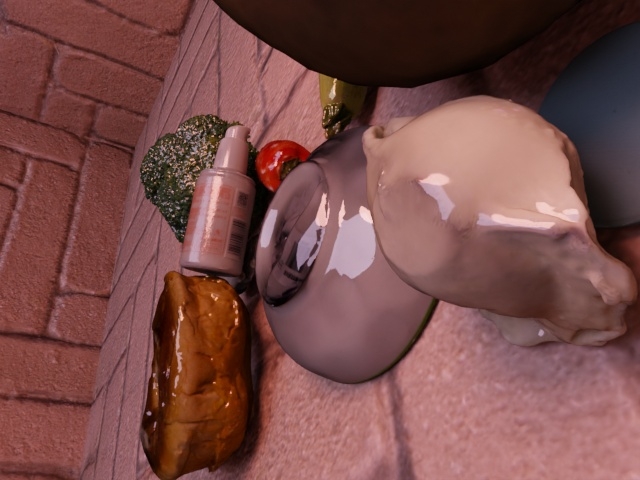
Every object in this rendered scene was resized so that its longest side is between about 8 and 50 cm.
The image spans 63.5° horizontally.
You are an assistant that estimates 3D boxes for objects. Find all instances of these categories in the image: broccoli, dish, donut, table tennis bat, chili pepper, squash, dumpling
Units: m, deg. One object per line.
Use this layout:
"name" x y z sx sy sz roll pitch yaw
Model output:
"broccoli" -0.217 -0.112 1.011 0.269 0.261 0.241 -64 -9 11
"dish" 0.000 0.000 0.623 0.324 0.124 0.324 -37 45 48
"donut" -0.196 0.216 0.831 0.330 0.160 0.330 -174 90 -73
"table tennis bat" 0.234 -0.079 0.336 0.244 0.040 0.153 15 94 65
"chili pepper" -0.053 -0.116 0.827 0.192 0.084 0.086 -146 58 -66
"squash" 0.030 -0.224 0.728 0.075 0.090 0.200 153 127 -65
"dumpling" 0.118 -0.008 0.393 0.147 0.193 0.258 -35 42 -10

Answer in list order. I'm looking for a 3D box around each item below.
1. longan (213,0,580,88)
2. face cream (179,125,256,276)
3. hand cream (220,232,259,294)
"longan" 0.058 -0.334 0.418 0.436 0.404 0.404 36 114 16
"face cream" -0.158 -0.070 0.850 0.101 0.101 0.251 -12 67 59
"hand cream" -0.104 0.030 0.874 0.248 0.052 0.075 -40 30 46
